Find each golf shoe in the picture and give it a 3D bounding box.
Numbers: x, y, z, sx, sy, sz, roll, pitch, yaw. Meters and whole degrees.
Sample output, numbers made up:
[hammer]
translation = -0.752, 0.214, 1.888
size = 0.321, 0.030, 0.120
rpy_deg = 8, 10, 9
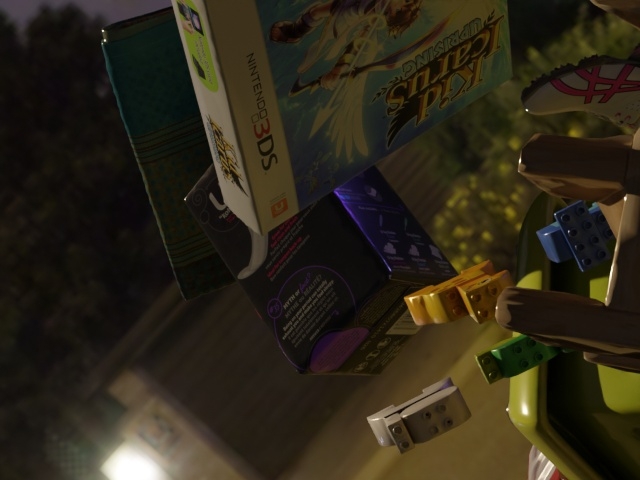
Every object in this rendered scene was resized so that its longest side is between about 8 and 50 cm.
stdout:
[golf shoe]
translation = 0.297, -0.149, 1.559
size = 0.186, 0.085, 0.067
rpy_deg = -13, -4, 16

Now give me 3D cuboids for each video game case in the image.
[video game case]
translation = 0.027, -0.165, 1.184
size = 0.270, 0.061, 0.244
rpy_deg = -33, -39, -19

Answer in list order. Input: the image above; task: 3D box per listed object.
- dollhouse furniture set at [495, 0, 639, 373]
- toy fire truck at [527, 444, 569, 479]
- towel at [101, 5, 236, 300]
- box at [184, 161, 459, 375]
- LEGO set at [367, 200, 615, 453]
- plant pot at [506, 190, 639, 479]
[dollhouse furniture set]
translation = 0.214, -0.124, 0.557
size = 0.394, 0.257, 0.362
rpy_deg = 20, -101, -63
[toy fire truck]
translation = 0.264, 0.171, 1.419
size = 0.302, 0.169, 0.253
rpy_deg = -67, 2, -71
[towel]
translation = -0.090, -0.127, 1.836
size = 0.272, 0.370, 0.040
rpy_deg = -20, 31, -10
[box]
translation = 0.000, 0.000, 1.704
size = 0.143, 0.270, 0.165
rpy_deg = 6, -48, -52
[LEGO set]
translation = 0.121, 0.040, 0.878
size = 0.227, 0.087, 0.093
rpy_deg = -26, 4, 0
[plant pot]
translation = 0.260, 0.075, 1.067
size = 0.207, 0.227, 0.228
rpy_deg = -16, 49, 30
